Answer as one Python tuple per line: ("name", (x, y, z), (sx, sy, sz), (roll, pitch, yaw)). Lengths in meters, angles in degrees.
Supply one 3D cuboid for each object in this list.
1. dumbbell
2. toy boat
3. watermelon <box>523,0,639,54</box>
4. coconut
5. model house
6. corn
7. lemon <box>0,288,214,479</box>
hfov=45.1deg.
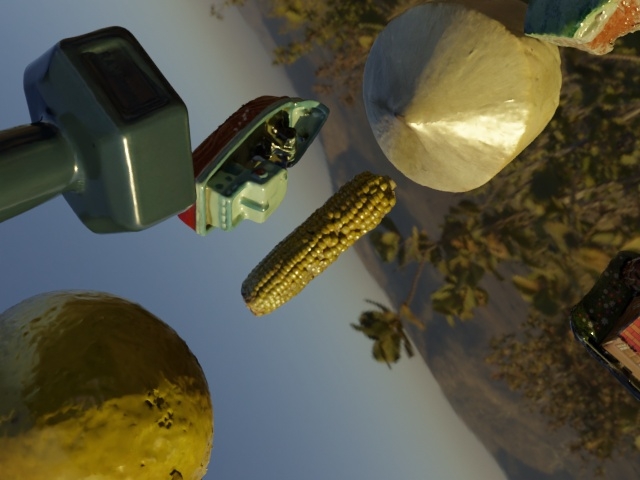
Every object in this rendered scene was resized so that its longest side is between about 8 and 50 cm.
("dumbbell", (-0.240, -0.029, 0.497), (0.156, 0.316, 0.143), (-4, 110, 52))
("toy boat", (-0.087, -0.134, 1.238), (0.133, 0.332, 0.145), (25, 137, 17))
("watermelon", (0.315, -0.275, 0.927), (0.121, 0.098, 0.158), (36, -154, 30))
("coconut", (0.209, -0.228, 1.173), (0.329, 0.329, 0.329), (59, -177, -4))
("model house", (0.548, 0.141, 1.133), (0.294, 0.207, 0.154), (43, 157, 5))
("corn", (0.000, 0.000, 1.249), (0.097, 0.320, 0.097), (47, 171, 10))
("lemon", (-0.215, 0.162, 0.705), (0.263, 0.236, 0.236), (63, -176, 34))
